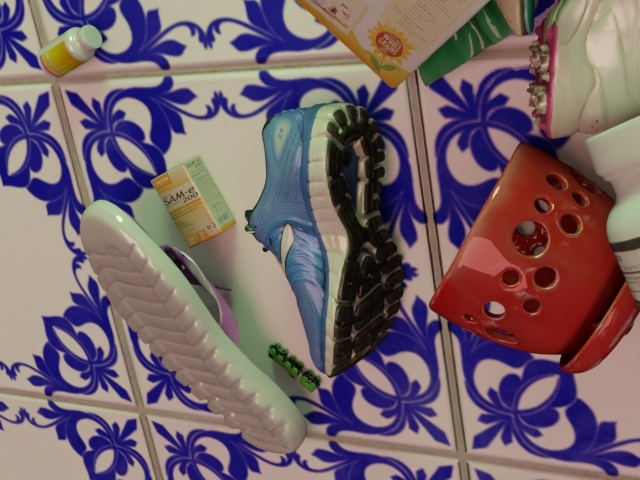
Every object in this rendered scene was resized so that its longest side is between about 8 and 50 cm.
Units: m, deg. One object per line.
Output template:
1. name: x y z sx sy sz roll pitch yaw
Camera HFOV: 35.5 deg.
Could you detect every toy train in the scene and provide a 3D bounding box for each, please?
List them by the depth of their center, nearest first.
1. toy train: -0.035 0.165 1.291 0.083 0.017 0.023 39 137 8

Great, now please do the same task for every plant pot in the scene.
1. plant pot: 0.221 0.026 0.973 0.174 0.191 0.191 32 125 7

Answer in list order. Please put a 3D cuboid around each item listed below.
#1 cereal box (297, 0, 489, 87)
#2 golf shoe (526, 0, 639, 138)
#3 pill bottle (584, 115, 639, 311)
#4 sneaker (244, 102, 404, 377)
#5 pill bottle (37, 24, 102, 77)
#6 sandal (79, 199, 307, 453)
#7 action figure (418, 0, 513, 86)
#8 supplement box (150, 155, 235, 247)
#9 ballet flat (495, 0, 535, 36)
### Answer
1. cereal box: 0.070 -0.257 0.896 0.173 0.047 0.240 43 148 -7
2. golf shoe: 0.267 -0.238 0.883 0.140 0.115 0.306 5 116 5
3. pill bottle: 0.332 0.019 0.816 0.162 0.162 0.278 -24 89 36
4. sneaker: 0.000 0.000 1.142 0.147 0.130 0.330 13 117 40
5. pill bottle: -0.307 -0.235 1.232 0.083 0.043 0.043 -20 102 35
6. sandal: -0.155 0.104 1.286 0.169 0.102 0.416 -13 119 49
7. action figure: 0.092 -0.280 0.972 0.137 0.063 0.232 -29 101 38
8. supplement box: -0.158 -0.048 1.243 0.062 0.036 0.098 -24 100 35
9. ballet flat: 0.171 -0.265 0.914 0.052 0.057 0.168 1 83 22
